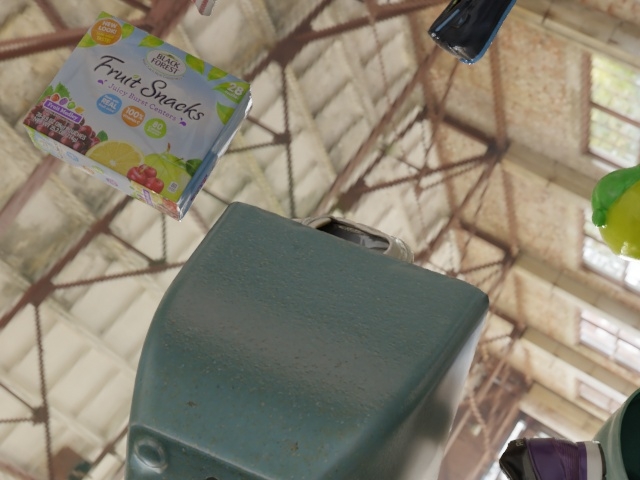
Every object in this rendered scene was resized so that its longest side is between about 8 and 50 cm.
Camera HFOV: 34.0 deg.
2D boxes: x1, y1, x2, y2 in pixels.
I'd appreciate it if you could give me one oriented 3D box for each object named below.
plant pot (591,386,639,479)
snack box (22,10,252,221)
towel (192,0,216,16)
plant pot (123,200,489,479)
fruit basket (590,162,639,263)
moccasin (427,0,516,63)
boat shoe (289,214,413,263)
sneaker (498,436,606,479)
[{"bbox_3d":[0.475,0.370,1.457,0.293,0.293,0.196,-35,-13,-43],"label":"plant pot"},{"bbox_3d":[-0.211,-0.147,1.231,0.174,0.207,0.070,-59,-7,-18],"label":"snack box"},{"bbox_3d":[-0.163,-0.357,1.146,0.029,0.197,0.144,-27,-21,-34],"label":"towel"},{"bbox_3d":[-0.035,0.159,0.858,0.252,0.247,0.247,-50,-25,-55],"label":"plant pot"},{"bbox_3d":[0.536,-0.027,1.355,0.283,0.392,0.392,-47,-23,-59],"label":"fruit basket"},{"bbox_3d":[0.291,-0.461,1.738,0.342,0.117,0.137,-62,4,16],"label":"moccasin"},{"bbox_3d":[0.000,0.000,1.580,0.096,0.277,0.098,49,-130,-56],"label":"boat shoe"},{"bbox_3d":[0.238,0.357,1.140,0.107,0.124,0.283,86,-172,-70],"label":"sneaker"}]
